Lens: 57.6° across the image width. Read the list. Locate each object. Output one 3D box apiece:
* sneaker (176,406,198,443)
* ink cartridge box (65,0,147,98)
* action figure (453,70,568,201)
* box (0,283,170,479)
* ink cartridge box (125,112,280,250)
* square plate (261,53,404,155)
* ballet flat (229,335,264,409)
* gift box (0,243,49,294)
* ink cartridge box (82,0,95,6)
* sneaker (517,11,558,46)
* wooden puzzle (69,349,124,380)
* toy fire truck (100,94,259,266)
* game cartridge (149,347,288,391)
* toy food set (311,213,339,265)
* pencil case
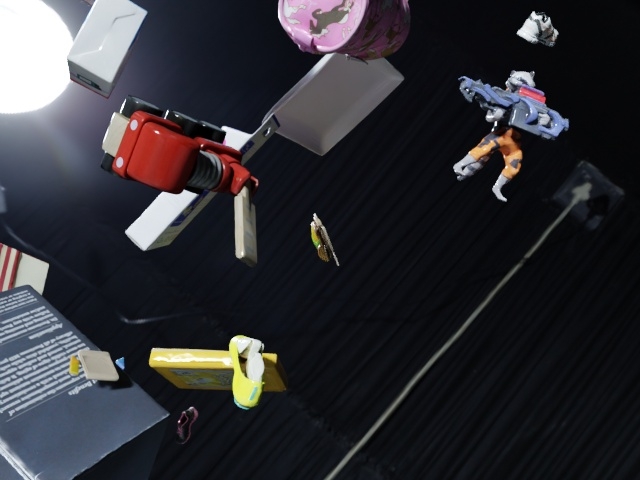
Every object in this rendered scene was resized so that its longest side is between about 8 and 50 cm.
[{"bbox_3d":[-0.421,0.569,1.782,0.047,0.119,0.057,23,5,25],"label":"sneaker"},{"bbox_3d":[-0.373,-0.331,1.011,0.078,0.134,0.231,27,-5,-22],"label":"ink cartridge box"},{"bbox_3d":[0.463,-0.312,1.564,0.341,0.330,0.178,25,5,-18],"label":"action figure"},{"bbox_3d":[-0.627,0.438,1.220,0.472,0.480,0.297,36,31,20],"label":"box"},{"bbox_3d":[-0.234,-0.133,1.208,0.069,0.371,0.176,46,3,-2],"label":"ink cartridge box"},{"bbox_3d":[0.039,-0.402,1.625,0.049,0.344,0.347,56,19,22],"label":"square plate"},{"bbox_3d":[-0.148,0.257,1.238,0.077,0.077,0.231,19,22,-18],"label":"ballet flat"},{"bbox_3d":[-0.844,0.152,1.427,0.255,0.276,0.258,28,42,-37],"label":"gift box"},{"bbox_3d":[-0.533,-0.762,1.401,0.131,0.306,0.226,25,-41,-38],"label":"ink cartridge box"},{"bbox_3d":[0.356,-0.337,0.928,0.040,0.043,0.109,43,36,25],"label":"sneaker"},{"bbox_3d":[-0.433,0.243,1.129,0.116,0.014,0.078,22,21,-39],"label":"wooden puzzle"},{"bbox_3d":[-0.185,-0.087,0.886,0.246,0.158,0.217,32,12,32],"label":"toy fire truck"},{"bbox_3d":[-0.259,0.356,1.569,0.324,0.052,0.285,3,-26,6],"label":"game cartridge"},{"bbox_3d":[0.000,0.000,1.602,0.192,0.039,0.132,-121,-171,-75],"label":"toy food set"},{"bbox_3d":[0.058,-0.421,1.084,0.386,0.160,0.167,-36,119,-67],"label":"pencil case"}]
